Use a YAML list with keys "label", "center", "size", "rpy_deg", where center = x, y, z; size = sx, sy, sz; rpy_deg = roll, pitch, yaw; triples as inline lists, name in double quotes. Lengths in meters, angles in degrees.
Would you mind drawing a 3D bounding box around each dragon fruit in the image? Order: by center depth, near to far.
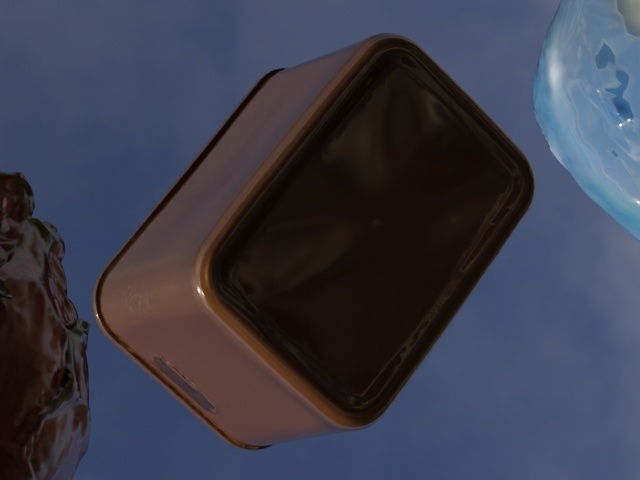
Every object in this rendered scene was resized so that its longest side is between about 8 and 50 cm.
- label: "dragon fruit"
  center: [-0.258, 0.088, 1.073]
  size: [0.244, 0.244, 0.299]
  rpy_deg: [25, -97, -36]

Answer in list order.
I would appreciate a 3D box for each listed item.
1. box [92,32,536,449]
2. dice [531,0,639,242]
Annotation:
- label: "box"
  center: [0.000, 0.000, 1.563]
  size: [0.239, 0.229, 0.339]
  rpy_deg: [43, -113, -15]
- label: "dice"
  center: [0.164, -0.056, 0.536]
  size: [0.146, 0.146, 0.143]
  rpy_deg: [-3, -46, -53]
